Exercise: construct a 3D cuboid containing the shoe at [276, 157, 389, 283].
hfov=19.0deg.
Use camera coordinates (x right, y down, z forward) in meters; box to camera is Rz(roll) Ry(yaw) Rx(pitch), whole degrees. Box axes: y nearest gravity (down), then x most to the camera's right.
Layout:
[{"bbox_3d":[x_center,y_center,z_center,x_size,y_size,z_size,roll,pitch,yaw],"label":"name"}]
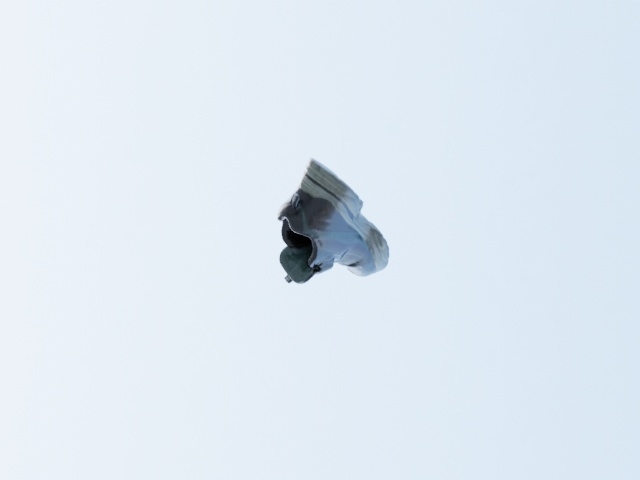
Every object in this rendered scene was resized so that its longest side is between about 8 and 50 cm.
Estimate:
[{"bbox_3d":[0.000,0.000,1.805,0.071,0.099,0.169,38,-12,35],"label":"shoe"}]
